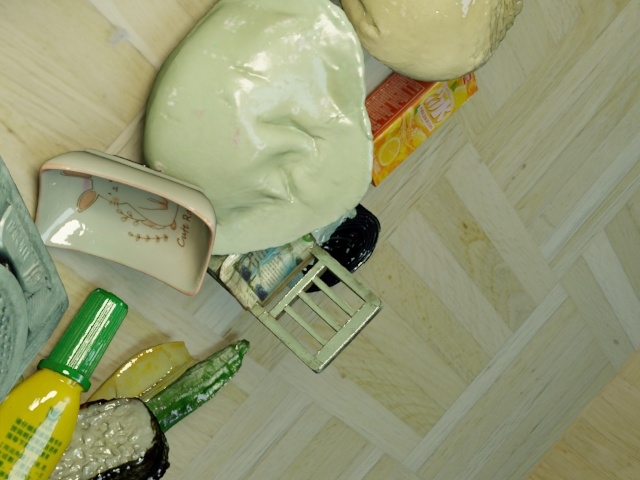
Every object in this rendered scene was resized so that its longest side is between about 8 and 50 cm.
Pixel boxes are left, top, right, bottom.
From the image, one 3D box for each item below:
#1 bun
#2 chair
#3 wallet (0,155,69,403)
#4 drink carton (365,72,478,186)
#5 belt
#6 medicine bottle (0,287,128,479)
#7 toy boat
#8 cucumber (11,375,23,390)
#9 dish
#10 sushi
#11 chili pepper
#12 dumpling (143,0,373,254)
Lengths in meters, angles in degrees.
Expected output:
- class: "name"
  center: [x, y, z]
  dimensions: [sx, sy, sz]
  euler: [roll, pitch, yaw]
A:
- class: "bun"
  center: [0.148, -0.375, 1.636]
  dimensions: [0.326, 0.234, 0.362]
  euler: [4, 102, -72]
- class: "chair"
  center: [-0.068, 0.025, 1.743]
  dimensions: [0.136, 0.270, 0.147]
  euler: [-45, 149, -7]
- class: "wallet"
  center: [-0.397, 0.068, 1.511]
  dimensions: [0.237, 0.075, 0.342]
  euler: [-54, 154, -27]
- class: "drink carton"
  center: [0.126, -0.191, 1.948]
  dimensions: [0.223, 0.071, 0.096]
  euler: [-42, 147, -12]
- class: "belt"
  center: [0.000, 0.000, 1.986]
  dimensions: [0.198, 0.078, 0.151]
  euler: [-13, 134, -43]
- class: "medicine bottle"
  center: [-0.345, 0.202, 1.718]
  dimensions: [0.111, 0.076, 0.309]
  euler: [39, 78, -35]
- class: "toy boat"
  center: [-0.257, 0.199, 1.889]
  dimensions: [0.172, 0.065, 0.066]
  euler: [-33, 168, -18]
- class: "cucumber"
  center: [-0.424, 0.187, 1.689]
  dimensions: [0.107, 0.035, 0.067]
  euler: [-2, 120, -61]
- class: "dish"
  center: [-0.222, -0.034, 1.576]
  dimensions: [0.151, 0.212, 0.077]
  euler: [109, -1, -50]
- class: "sushi"
  center: [-0.318, 0.299, 1.813]
  dimensions: [0.225, 0.124, 0.127]
  euler: [-15, 146, -5]
- class: "chili pepper"
  center: [-0.191, 0.212, 1.989]
  dimensions: [0.227, 0.059, 0.088]
  euler: [-36, 141, -26]
- class: "dumpling"
  center: [-0.077, -0.159, 1.617]
  dimensions: [0.270, 0.212, 0.321]
  euler: [1, 141, -8]
